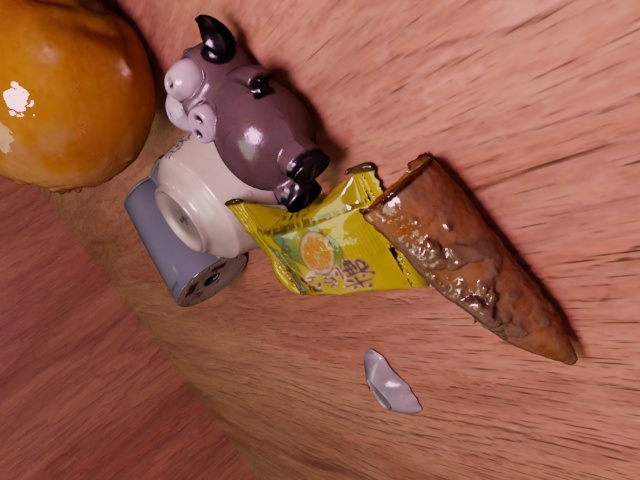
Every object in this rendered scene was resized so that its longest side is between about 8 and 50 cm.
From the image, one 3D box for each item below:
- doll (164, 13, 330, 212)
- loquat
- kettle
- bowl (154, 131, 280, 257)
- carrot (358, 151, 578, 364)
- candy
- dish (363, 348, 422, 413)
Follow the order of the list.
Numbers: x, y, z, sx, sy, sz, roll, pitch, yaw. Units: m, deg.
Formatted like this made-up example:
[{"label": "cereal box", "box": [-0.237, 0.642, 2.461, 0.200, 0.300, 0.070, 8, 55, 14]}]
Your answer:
[{"label": "doll", "box": [-0.095, -0.148, 0.772, 0.257, 0.117, 0.182, 43, 148, 15]}, {"label": "loquat", "box": [-0.412, -0.234, 0.969, 0.328, 0.328, 0.328, 39, 153, 25]}, {"label": "kettle", "box": [-0.267, -0.027, 1.224, 0.243, 0.160, 0.210, 52, 138, 15]}, {"label": "bowl", "box": [-0.181, -0.064, 1.031, 0.238, 0.126, 0.238, 38, 151, 26]}, {"label": "carrot", "box": [0.161, 0.030, 0.633, 0.263, 0.102, 0.102, 44, 156, -2]}, {"label": "candy", "box": [0.000, 0.000, 0.854, 0.297, 0.081, 0.187, -9, 118, 50]}, {"label": "dish", "box": [0.107, 0.246, 1.060, 0.137, 0.039, 0.091, 55, 155, -12]}]
